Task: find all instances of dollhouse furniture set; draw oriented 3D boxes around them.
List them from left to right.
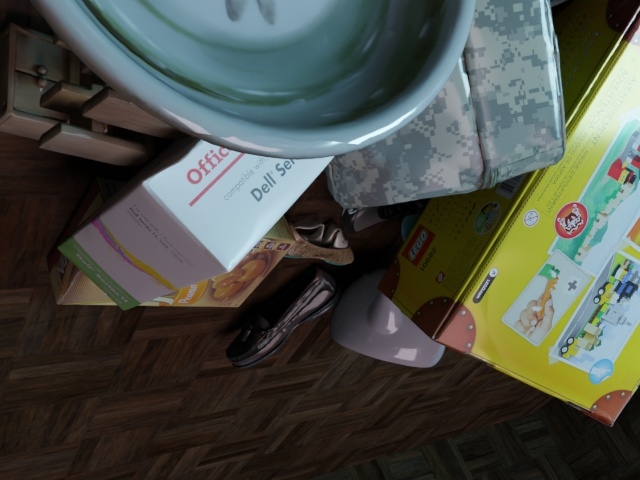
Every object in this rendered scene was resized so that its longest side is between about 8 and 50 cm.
[{"bbox_3d":[-0.183,-0.172,0.665,0.242,0.212,0.161,-17,161,42],"label":"dollhouse furniture set"}]

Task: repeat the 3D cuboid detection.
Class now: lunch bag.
[{"bbox_3d":[0.097,-0.199,0.765,0.256,0.212,0.305,-20,119,-6],"label":"lunch bag"}]

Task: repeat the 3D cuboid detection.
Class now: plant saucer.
[{"bbox_3d":[-0.055,-0.253,0.541,0.401,0.400,0.101,-7,179,-31],"label":"plant saucer"}]

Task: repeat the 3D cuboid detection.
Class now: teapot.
[{"bbox_3d":[0.148,0.133,1.394,0.253,0.256,0.187,14,91,-31],"label":"teapot"}]

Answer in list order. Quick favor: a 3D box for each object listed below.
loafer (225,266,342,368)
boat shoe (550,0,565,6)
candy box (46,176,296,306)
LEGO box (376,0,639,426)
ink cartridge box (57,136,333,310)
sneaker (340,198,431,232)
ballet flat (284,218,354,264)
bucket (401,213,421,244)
[{"bbox_3d":[-0.086,0.143,1.366,0.268,0.096,0.084,-37,130,3],"label":"loafer"},{"bbox_3d":[0.236,-0.318,0.885,0.258,0.084,0.095,-25,150,-5],"label":"boat shoe"},{"bbox_3d":[-0.215,0.015,1.041,0.317,0.087,0.183,5,137,-44],"label":"candy box"},{"bbox_3d":[0.381,-0.036,1.004,0.373,0.193,0.500,28,98,-25],"label":"LEGO box"},{"bbox_3d":[-0.124,-0.053,0.751,0.353,0.119,0.207,-20,-154,53],"label":"ink cartridge box"},{"bbox_3d":[0.156,-0.082,1.131,0.272,0.108,0.100,-28,152,2],"label":"sneaker"},{"bbox_3d":[0.000,0.000,1.215,0.206,0.073,0.067,6,123,-49],"label":"ballet flat"},{"bbox_3d":[0.300,0.009,1.275,0.281,0.281,0.183,-31,154,7],"label":"bucket"}]
